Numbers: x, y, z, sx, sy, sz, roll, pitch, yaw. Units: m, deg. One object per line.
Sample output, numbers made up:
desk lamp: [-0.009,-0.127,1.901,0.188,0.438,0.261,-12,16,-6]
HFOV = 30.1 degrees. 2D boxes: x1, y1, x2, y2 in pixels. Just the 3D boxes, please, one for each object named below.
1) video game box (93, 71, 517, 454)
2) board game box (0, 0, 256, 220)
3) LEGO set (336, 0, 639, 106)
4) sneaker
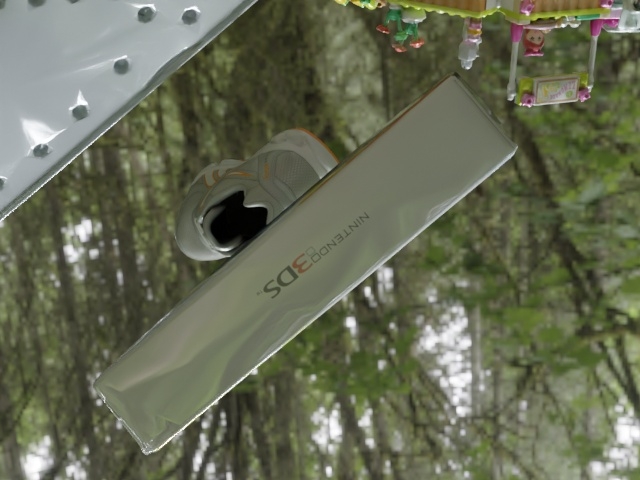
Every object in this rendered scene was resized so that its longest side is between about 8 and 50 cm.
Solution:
video game box: [0.000,0.000,0.575,0.205,0.048,0.187,-40,-176,10]
board game box: [-0.278,-0.135,0.650,0.390,0.390,0.050,-38,-127,13]
LEGO set: [0.148,-0.184,1.054,0.287,0.107,0.132,1,-157,-1]
sneaker: [-0.095,-0.026,1.203,0.121,0.099,0.262,-44,-171,-37]
